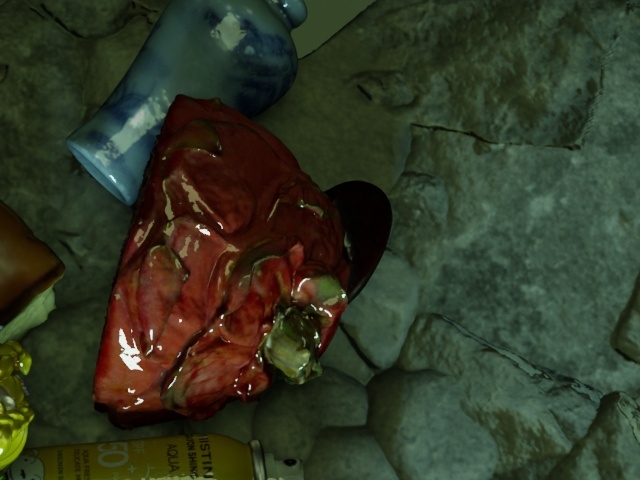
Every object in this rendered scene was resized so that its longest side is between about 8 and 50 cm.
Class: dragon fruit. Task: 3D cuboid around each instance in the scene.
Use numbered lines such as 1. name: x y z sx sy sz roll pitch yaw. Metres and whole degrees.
1. dragon fruit: -0.075 0.038 1.329 0.205 0.152 0.317 13 91 -2

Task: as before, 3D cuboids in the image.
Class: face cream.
1. face cream: -0.185 0.227 1.330 0.349 0.105 0.105 -3 72 -8

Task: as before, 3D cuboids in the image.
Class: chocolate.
1. chocolate: 0.000 0.000 1.442 0.149 0.080 0.125 -7 72 -11

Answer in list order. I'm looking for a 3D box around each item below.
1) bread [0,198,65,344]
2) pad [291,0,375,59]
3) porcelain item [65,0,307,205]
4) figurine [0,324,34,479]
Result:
1. bread: -0.450 0.036 1.341 0.333 0.143 0.323 41 70 7
2. pad: -0.096 -0.359 1.585 0.315 0.063 0.375 -39 87 -12
3. porcelain item: -0.123 -0.153 1.455 0.259 0.141 0.141 -44 82 -9
4. figurine: -0.274 0.149 1.255 0.095 0.115 0.156 -14 81 32
